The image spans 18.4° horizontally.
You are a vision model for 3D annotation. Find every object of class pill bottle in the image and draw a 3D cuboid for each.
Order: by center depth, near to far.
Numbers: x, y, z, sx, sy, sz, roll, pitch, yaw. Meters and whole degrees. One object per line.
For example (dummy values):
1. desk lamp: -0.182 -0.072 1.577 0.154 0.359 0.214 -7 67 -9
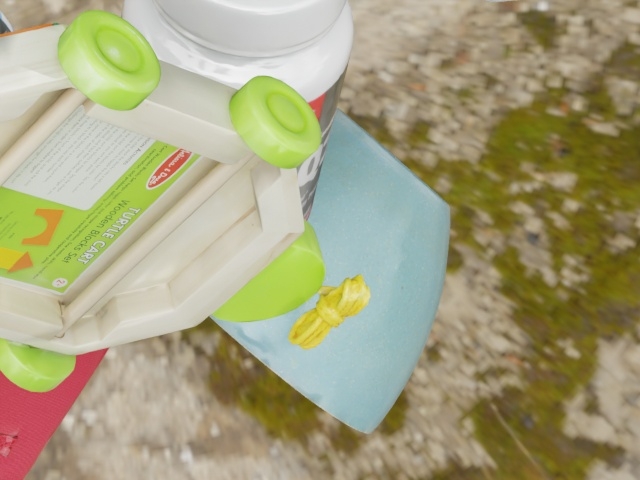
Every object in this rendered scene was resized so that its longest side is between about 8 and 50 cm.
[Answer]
1. pill bottle: -0.065 -0.116 1.393 0.161 0.283 0.161 5 54 -7

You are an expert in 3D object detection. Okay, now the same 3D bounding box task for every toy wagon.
1. toy wagon: -0.118 -0.008 1.164 0.344 0.068 0.267 17 134 -40

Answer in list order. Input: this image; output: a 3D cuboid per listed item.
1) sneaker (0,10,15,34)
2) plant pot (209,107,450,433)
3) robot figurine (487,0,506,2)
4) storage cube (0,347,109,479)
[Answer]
1. sneaker: -0.288 -0.176 1.300 0.237 0.086 0.085 38 113 -26
2. plant pot: 0.000 0.000 1.718 0.290 0.290 0.195 41 94 -9
3. robot figurine: 0.165 -0.336 1.582 0.353 0.200 0.300 -10 115 9
4. storage cube: -0.280 0.043 1.464 0.184 0.215 0.193 18 112 -45
